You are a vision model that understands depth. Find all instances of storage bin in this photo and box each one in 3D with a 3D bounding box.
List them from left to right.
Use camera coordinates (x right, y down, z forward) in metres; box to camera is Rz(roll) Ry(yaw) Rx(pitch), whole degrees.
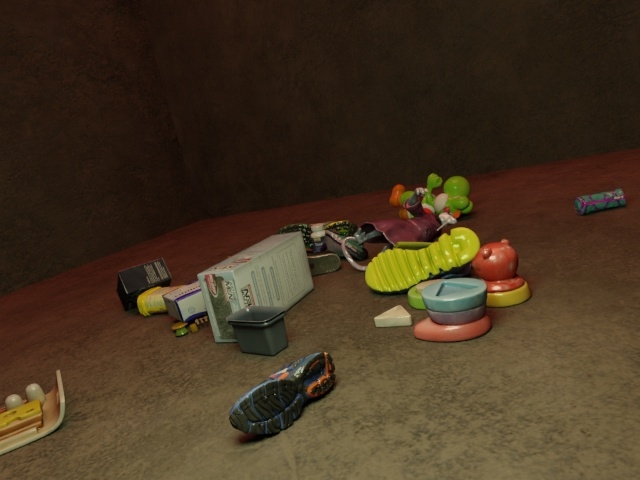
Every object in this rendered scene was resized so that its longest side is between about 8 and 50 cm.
[{"bbox_3d":[-0.133,0.204,1.187,0.135,0.091,0.098,-3,15,38],"label":"storage bin"}]

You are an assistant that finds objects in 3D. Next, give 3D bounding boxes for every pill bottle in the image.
[{"bbox_3d":[0.000,0.000,1.986,0.067,0.120,0.067,-13,11,2],"label":"pill bottle"}]

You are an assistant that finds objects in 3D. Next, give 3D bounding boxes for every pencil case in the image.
[{"bbox_3d":[0.926,-0.129,1.729,0.152,0.064,0.070,-13,-5,3],"label":"pencil case"}]

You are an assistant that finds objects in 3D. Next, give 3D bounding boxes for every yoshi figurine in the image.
[{"bbox_3d":[0.486,-0.184,2.192,0.204,0.202,0.362,-14,12,-42],"label":"yoshi figurine"}]

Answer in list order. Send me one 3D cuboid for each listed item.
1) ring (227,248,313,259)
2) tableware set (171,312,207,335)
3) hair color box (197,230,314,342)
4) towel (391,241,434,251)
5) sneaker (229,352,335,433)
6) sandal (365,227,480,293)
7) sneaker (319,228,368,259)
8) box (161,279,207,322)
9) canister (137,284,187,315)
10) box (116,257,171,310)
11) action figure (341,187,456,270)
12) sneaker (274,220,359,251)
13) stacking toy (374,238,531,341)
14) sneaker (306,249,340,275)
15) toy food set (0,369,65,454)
[{"bbox_3d":[-0.191,0.060,1.844,0.337,0.032,0.336,-10,-10,-2],"label":"ring"},{"bbox_3d":[-0.374,0.236,1.493,0.104,0.024,0.154,-19,13,-16],"label":"tableware set"},{"bbox_3d":[-0.159,0.114,1.424,0.114,0.185,0.374,-7,12,26],"label":"hair color box"},{"bbox_3d":[0.310,0.029,1.448,0.238,0.021,0.102,1,-31,-13],"label":"towel"},{"bbox_3d":[-0.068,0.264,0.894,0.087,0.083,0.221,-21,-3,44],"label":"sneaker"},{"bbox_3d":[0.274,0.075,1.382,0.318,0.126,0.138,-16,-28,21],"label":"sandal"},{"bbox_3d":[0.083,0.040,1.873,0.083,0.098,0.224,15,13,-39],"label":"sneaker"},{"bbox_3d":[-0.379,0.175,1.538,0.126,0.072,0.137,-24,16,-31],"label":"box"},{"bbox_3d":[-0.490,0.191,1.711,0.170,0.073,0.126,-8,11,17],"label":"canister"},{"bbox_3d":[-0.618,0.154,1.824,0.158,0.093,0.156,-19,-21,-31],"label":"box"},{"bbox_3d":[0.299,-0.006,1.650,0.370,0.248,0.276,-23,-12,-38],"label":"action figure"},{"bbox_3d":[-0.019,-0.007,2.095,0.344,0.134,0.146,-4,4,-3],"label":"sneaker"},{"bbox_3d":[0.280,0.097,1.156,0.280,0.130,0.309,-2,15,43],"label":"stacking toy"},{"bbox_3d":[-0.044,0.080,1.779,0.222,0.083,0.118,-3,6,-1],"label":"sneaker"},{"bbox_3d":[-0.675,0.355,1.041,0.306,0.092,0.220,-19,12,-27],"label":"toy food set"}]
